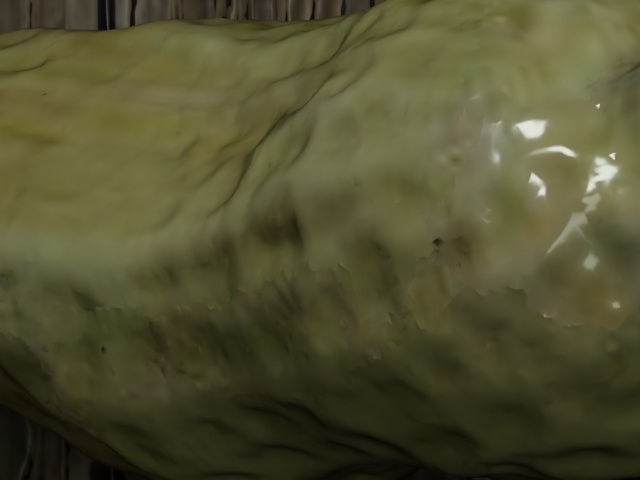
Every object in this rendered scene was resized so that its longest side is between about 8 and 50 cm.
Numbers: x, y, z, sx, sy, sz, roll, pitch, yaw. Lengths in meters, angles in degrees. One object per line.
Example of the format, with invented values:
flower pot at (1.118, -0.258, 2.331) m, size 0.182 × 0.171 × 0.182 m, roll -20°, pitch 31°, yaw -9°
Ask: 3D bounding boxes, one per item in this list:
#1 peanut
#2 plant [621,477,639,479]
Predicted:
peanut at (0.002, 0.004, 0.456) m, size 0.159 × 0.291 × 0.143 m, roll 40°, pitch 59°, yaw -44°
plant at (0.119, 0.151, 0.439) m, size 0.312 × 0.215 × 0.213 m, roll -30°, pitch 104°, yaw 14°
